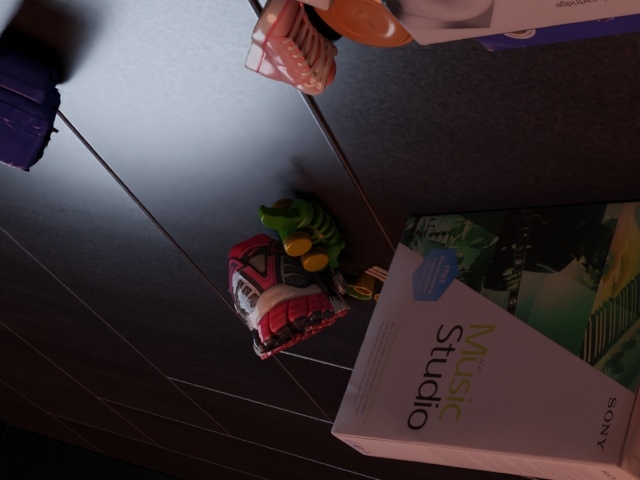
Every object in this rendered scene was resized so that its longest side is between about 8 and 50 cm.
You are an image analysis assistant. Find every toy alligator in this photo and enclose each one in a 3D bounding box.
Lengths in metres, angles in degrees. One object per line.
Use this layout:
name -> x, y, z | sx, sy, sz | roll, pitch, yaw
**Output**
toy alligator -> 0.000, 0.000, 1.341 | 0.051, 0.056, 0.189 | -32, 143, 12

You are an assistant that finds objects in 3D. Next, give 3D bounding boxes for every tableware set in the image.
tableware set -> 0.102, 0.078, 1.466 | 0.154, 0.024, 0.104 | 26, 160, -13

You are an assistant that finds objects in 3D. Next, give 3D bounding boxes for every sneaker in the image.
sneaker -> -0.040, 0.059, 1.461 | 0.112, 0.121, 0.299 | 62, 175, 7
sneaker -> -0.015, -0.150, 0.966 | 0.070, 0.051, 0.134 | 25, 166, -2

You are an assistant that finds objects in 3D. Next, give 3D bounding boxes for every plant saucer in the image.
plant saucer -> 0.032, -0.165, 0.935 | 0.083, 0.013, 0.083 | 19, 160, 7

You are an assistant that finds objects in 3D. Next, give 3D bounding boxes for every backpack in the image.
backpack -> -0.293, -0.129, 1.235 | 0.098, 0.101, 0.120 | 30, -169, -11

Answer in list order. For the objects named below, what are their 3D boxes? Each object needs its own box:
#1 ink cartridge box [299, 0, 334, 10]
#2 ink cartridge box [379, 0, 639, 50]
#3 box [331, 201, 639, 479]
ink cartridge box -> -0.144, -0.289, 0.581 | 0.384, 0.160, 0.279 | 19, 160, 8
ink cartridge box -> 0.122, -0.173, 0.776 | 0.223, 0.045, 0.224 | -1, 151, 46
box -> 0.167, 0.083, 1.112 | 0.322, 0.232, 0.058 | -3, 150, 47
